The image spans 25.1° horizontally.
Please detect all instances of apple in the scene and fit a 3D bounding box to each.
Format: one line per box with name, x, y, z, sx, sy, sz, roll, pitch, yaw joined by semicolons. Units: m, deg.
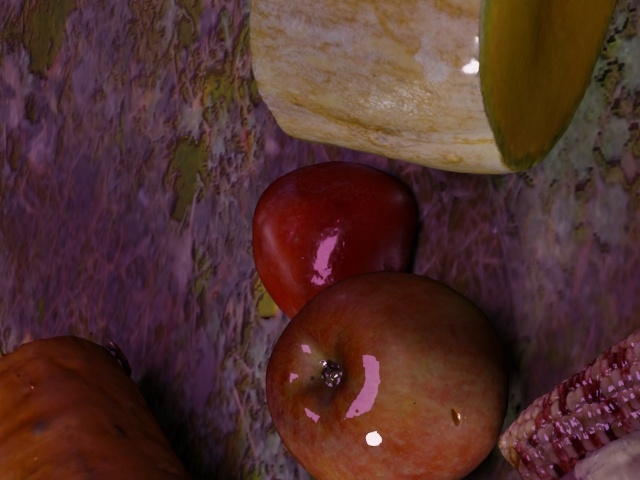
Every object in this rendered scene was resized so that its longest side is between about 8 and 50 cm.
apple;0.052;0.116;1.156;0.188;0.174;0.188;-10;72;35

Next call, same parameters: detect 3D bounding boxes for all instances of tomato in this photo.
tomato;-0.006;0.005;1.292;0.174;0.082;0.166;15;90;39

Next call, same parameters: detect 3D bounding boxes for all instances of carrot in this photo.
carrot;-0.214;0.270;1.315;0.224;0.224;0.341;-52;48;18

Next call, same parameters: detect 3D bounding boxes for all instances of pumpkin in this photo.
pumpkin;0.115;-0.196;1.105;0.199;0.332;0.332;29;99;28

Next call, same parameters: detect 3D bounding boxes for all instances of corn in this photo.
corn;0.236;0.114;1.060;0.253;0.086;0.086;-37;58;28

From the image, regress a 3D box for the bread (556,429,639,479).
bread;0.256;0.303;0.951;0.187;0.155;0.338;-47;54;28
